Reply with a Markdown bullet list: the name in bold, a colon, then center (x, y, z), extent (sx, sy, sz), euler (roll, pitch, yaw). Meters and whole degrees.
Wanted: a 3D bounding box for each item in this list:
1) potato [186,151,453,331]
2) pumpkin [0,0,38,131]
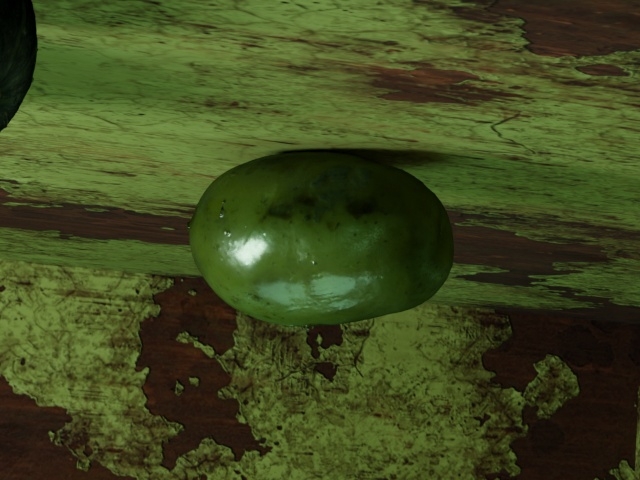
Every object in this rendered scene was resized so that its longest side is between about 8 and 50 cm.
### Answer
- **potato**: center (-0.001, -0.003, 2.197), extent (0.304, 0.215, 0.216), euler (-9, 168, 21)
- **pumpkin**: center (-0.292, -0.134, 1.384), extent (0.146, 0.190, 0.190), euler (21, 175, 10)
